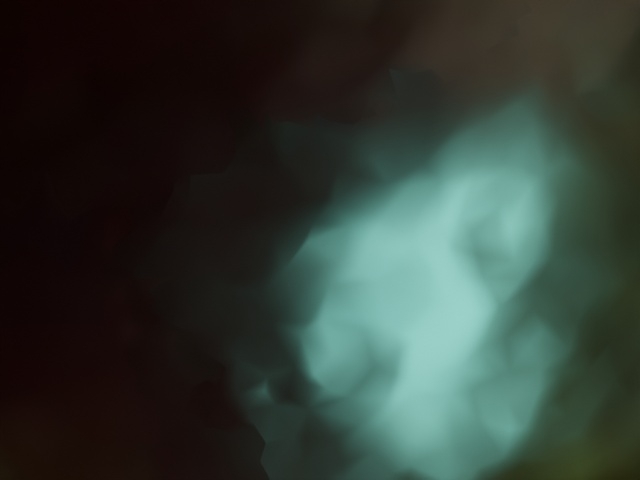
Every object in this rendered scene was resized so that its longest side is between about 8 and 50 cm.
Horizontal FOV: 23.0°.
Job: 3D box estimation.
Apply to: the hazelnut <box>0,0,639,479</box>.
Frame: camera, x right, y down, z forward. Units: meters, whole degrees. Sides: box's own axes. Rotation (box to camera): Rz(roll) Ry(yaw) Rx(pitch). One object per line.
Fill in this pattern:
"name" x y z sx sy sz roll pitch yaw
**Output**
"hazelnut" 0.000 0.000 0.522 0.421 0.421 0.352 13 40 -43
